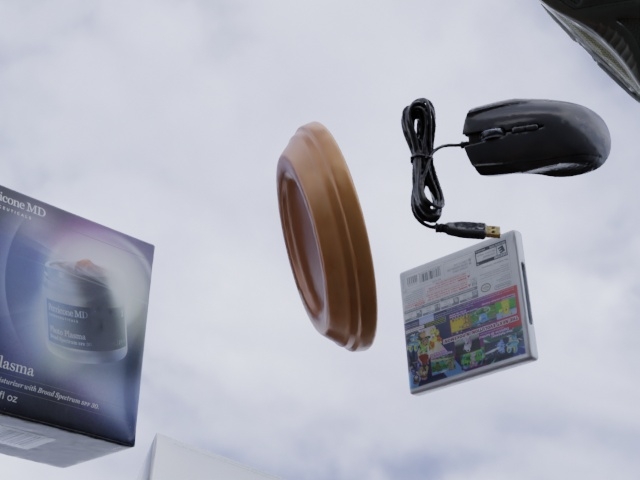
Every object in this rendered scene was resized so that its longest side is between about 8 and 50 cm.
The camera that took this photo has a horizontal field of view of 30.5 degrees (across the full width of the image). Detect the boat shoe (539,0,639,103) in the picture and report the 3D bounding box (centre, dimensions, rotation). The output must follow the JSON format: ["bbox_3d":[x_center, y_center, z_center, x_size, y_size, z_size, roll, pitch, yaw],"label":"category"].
[{"bbox_3d":[0.333,-0.213,1.208,0.320,0.103,0.118,37,-82,6],"label":"boat shoe"}]

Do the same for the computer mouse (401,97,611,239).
[{"bbox_3d":[0.230,-0.091,1.411,0.262,0.184,0.060,2,-18,-4],"label":"computer mouse"}]

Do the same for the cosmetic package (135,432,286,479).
[{"bbox_3d":[-0.193,0.459,1.501,0.197,0.155,0.365,23,-79,-11],"label":"cosmetic package"}]

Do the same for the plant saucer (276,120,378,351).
[{"bbox_3d":[0.000,0.000,0.994,0.037,0.200,0.200,-13,-48,-12],"label":"plant saucer"}]

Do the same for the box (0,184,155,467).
[{"bbox_3d":[-0.392,0.111,1.524,0.296,0.294,0.183,23,-33,-39],"label":"box"}]

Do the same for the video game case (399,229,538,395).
[{"bbox_3d":[0.197,0.101,1.597,0.201,0.183,0.023,-23,-31,36],"label":"video game case"}]
